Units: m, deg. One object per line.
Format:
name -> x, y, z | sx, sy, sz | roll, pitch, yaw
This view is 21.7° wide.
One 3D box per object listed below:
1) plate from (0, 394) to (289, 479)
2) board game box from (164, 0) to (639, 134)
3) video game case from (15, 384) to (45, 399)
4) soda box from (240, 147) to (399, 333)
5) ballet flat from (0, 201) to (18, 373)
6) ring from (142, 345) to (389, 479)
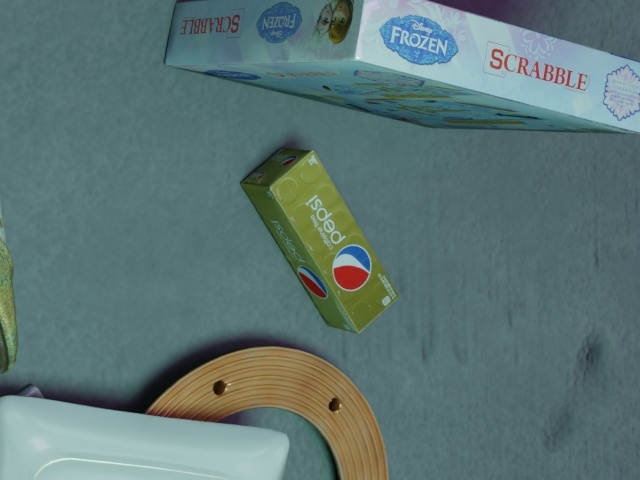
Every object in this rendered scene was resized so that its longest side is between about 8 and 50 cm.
plate -> -0.178, 0.289, 1.474 | 0.278, 0.045, 0.277 | 10, 98, -20
board game box -> 0.075, -0.156, 1.487 | 0.318, 0.318, 0.066 | 10, 88, -34
video game case -> -0.274, 0.232, 1.482 | 0.143, 0.019, 0.157 | -37, 113, -25
soda box -> 0.000, 0.000, 1.609 | 0.061, 0.058, 0.181 | -41, 115, -22
ballet flat -> -0.331, -0.045, 1.364 | 0.123, 0.123, 0.348 | -44, 116, -21
ring -> -0.073, 0.264, 1.597 | 0.336, 0.032, 0.336 | -7, 101, -35
